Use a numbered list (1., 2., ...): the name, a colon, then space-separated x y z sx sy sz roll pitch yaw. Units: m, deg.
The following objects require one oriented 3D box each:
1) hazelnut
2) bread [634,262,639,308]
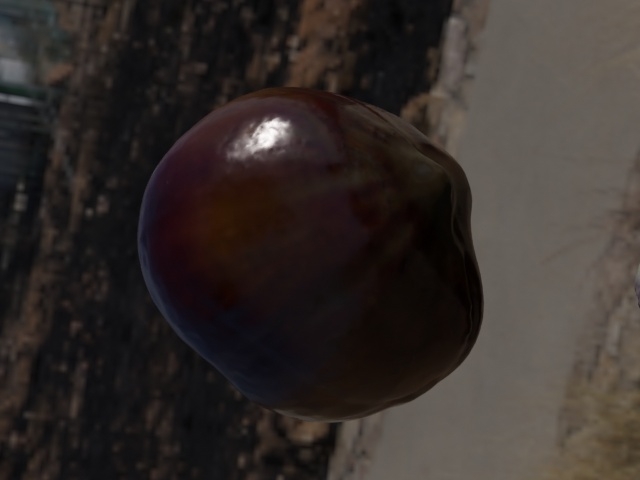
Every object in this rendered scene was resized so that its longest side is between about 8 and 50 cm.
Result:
1. hazelnut: 0.000 0.000 1.037 0.229 0.229 0.230 -172 90 -70
2. bread: 0.346 0.036 1.006 0.155 0.187 0.338 -42 6 -18
